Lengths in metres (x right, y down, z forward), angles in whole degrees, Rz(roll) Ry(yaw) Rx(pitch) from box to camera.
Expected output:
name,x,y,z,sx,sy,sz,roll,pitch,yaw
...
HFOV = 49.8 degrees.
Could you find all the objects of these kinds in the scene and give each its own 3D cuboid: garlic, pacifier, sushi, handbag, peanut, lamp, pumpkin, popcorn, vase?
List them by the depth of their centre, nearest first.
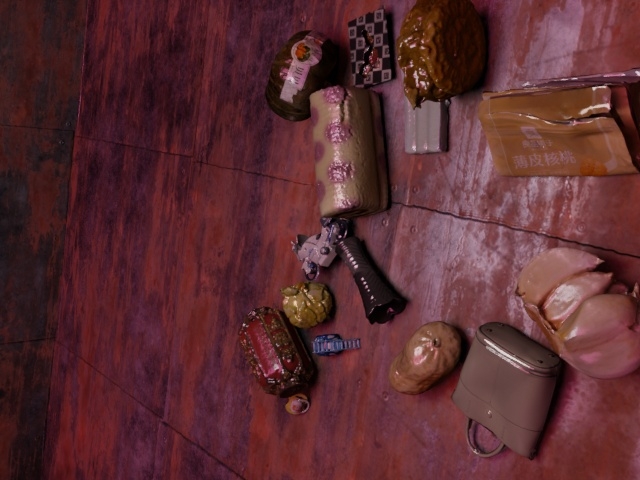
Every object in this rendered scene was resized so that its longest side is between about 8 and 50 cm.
name,x,y,z,sx,sy,sz,roll,pitch,yaw
garlic,0.534,0.145,1.358,0.203,0.185,0.281,-39,38,10
handbag,0.410,0.357,1.562,0.241,0.109,0.315,34,127,42
peanut,0.251,0.293,1.673,0.129,0.129,0.224,53,127,32
vase,0.122,0.099,1.831,0.115,0.115,0.237,-52,50,32
sushi,0.141,-0.517,1.865,0.139,0.031,0.200,-5,89,45
pumpkin,-0.039,-0.450,1.928,0.189,0.260,0.260,28,116,-1
popcorn,-0.037,0.185,1.970,0.142,0.162,0.135,-13,40,10
lamp,-0.134,0.329,2.036,0.177,0.177,0.274,-50,57,33
pacifier,-0.067,0.480,2.062,0.064,0.068,0.083,-97,23,-59

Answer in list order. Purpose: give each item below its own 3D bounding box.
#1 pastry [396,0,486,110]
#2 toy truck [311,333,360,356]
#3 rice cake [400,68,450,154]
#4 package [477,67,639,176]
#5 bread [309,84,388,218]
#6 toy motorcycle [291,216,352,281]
name,x,y,z,sx,sy,sz,roll,pitch,yaw
pastry,0.279,-0.441,1.576,0.132,0.235,0.240,-7,105,42
toy truck,0.045,0.292,1.939,0.136,0.074,0.063,-7,85,5
rice cake,0.262,-0.333,1.727,0.127,0.043,0.237,-2,89,47
package,0.483,-0.244,1.412,0.311,0.165,0.221,7,94,47
bread,0.072,-0.230,1.824,0.155,0.187,0.338,-10,84,42
toy motorcycle,0.000,0.000,1.955,0.221,0.102,0.150,-55,44,24
